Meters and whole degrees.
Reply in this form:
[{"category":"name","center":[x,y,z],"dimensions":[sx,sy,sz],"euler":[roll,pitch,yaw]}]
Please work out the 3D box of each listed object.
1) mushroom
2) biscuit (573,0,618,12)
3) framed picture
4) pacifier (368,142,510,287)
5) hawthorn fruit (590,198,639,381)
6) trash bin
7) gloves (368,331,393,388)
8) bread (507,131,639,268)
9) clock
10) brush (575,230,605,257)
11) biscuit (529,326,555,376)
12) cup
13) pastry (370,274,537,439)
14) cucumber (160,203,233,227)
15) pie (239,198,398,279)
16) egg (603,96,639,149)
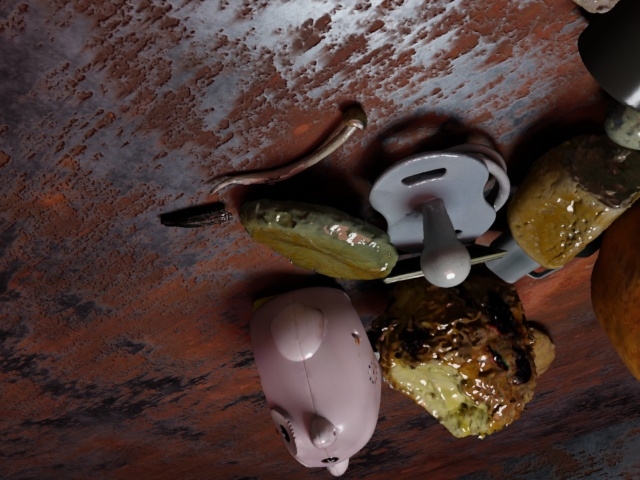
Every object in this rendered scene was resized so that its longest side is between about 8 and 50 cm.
[{"category":"mushroom","center":[-0.050,-0.137,1.064],"dimensions":[0.306,0.043,0.068],"euler":[-26,124,23]},{"category":"biscuit","center":[0.198,-0.399,0.674],"dimensions":[0.426,0.143,0.078],"euler":[20,133,-36]},{"category":"framed picture","center":[0.231,0.045,1.282],"dimensions":[0.253,0.014,0.197],"euler":[-12,-175,-4]},{"category":"pacifier","center":[0.222,-0.025,1.109],"dimensions":[0.244,0.232,0.299],"euler":[-11,146,16]},{"category":"hawthorn fruit","center":[0.729,0.085,1.122],"dimensions":[0.472,0.471,0.471],"euler":[-7,144,-5]},{"category":"trash bin","center":[0.506,-0.332,0.788],"dimensions":[0.214,0.214,0.334],"euler":[8,148,-23]},{"category":"gloves","center":[0.204,0.328,1.682],"dimensions":[0.097,0.119,0.229],"euler":[-37,123,-15]},{"category":"bread","center":[0.454,-0.089,1.124],"dimensions":[0.196,0.176,0.246],"euler":[-35,164,-33]},{"category":"clock","center":[0.005,0.300,1.391],"dimensions":[0.251,0.376,0.368],"euler":[-16,144,1]},{"category":"brush","center":[0.527,-0.016,1.350],"dimensions":[0.197,0.059,0.123],"euler":[2,144,-14]},{"category":"biscuit","center":[0.476,0.383,1.849],"dimensions":[0.446,0.103,0.429],"euler":[-26,141,22]},{"category":"cup","center":[0.424,0.024,1.276],"dimensions":[0.128,0.095,0.129],"euler":[37,144,-1]},{"category":"pastry","center":[0.326,0.234,1.435],"dimensions":[0.405,0.337,0.292],"euler":[41,145,-13]},{"category":"cucumber","center":[-0.228,-0.039,1.153],"dimensions":[0.135,0.034,0.033],"euler":[-13,149,4]},{"category":"pie","center":[0.000,0.000,1.162],"dimensions":[0.307,0.071,0.306],"euler":[18,163,6]},{"category":"egg","center":[0.546,-0.216,1.008],"dimensions":[0.182,0.141,0.141],"euler":[-25,143,5]}]
